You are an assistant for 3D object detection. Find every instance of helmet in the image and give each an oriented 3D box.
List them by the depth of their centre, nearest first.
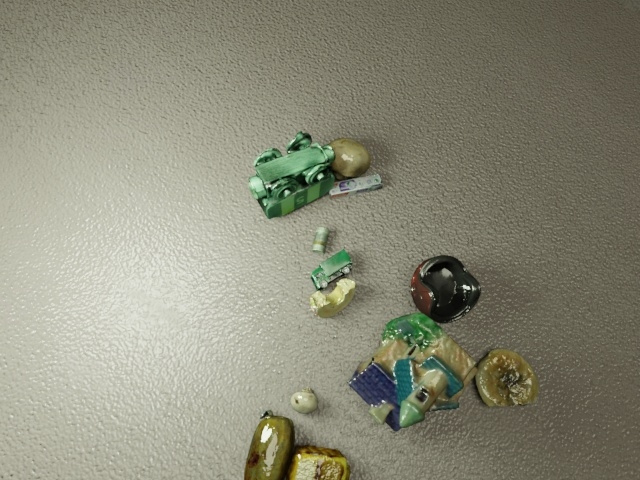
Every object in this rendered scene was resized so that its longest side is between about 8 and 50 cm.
[{"bbox_3d":[0.387,0.155,1.346,0.189,0.193,0.215,-8,87,-12],"label":"helmet"}]

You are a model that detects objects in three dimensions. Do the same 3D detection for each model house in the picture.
[{"bbox_3d":[0.242,0.393,1.207,0.245,0.312,0.280,45,73,3],"label":"model house"}]

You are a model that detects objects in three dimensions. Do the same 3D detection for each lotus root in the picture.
[{"bbox_3d":[-0.145,0.616,1.196,0.123,0.124,0.241,14,74,-1],"label":"lotus root"}]

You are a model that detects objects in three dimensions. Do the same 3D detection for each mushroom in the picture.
[{"bbox_3d":[-0.047,0.479,1.279,0.085,0.085,0.079,13,39,-3],"label":"mushroom"},{"bbox_3d":[0.090,-0.283,1.467,0.166,0.127,0.166,18,39,-15],"label":"mushroom"}]

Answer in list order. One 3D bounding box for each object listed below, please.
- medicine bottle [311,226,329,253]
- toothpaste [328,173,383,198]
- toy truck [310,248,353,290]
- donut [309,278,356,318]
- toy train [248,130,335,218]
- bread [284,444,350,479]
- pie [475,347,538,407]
[{"bbox_3d":[0.000,0.000,1.422,0.047,0.047,0.083,14,74,-2],"label":"medicine bottle"},{"bbox_3d":[0.122,-0.191,1.492,0.196,0.040,0.047,-13,72,-10],"label":"toothpaste"},{"bbox_3d":[0.036,0.103,1.388,0.147,0.065,0.079,-33,78,-14],"label":"toy truck"},{"bbox_3d":[0.037,0.188,1.349,0.166,0.108,0.065,-27,55,-21],"label":"donut"},{"bbox_3d":[-0.092,-0.208,1.368,0.299,0.238,0.166,-26,72,-14],"label":"toy train"},{"bbox_3d":[-0.015,0.709,1.199,0.182,0.096,0.222,14,75,-4],"label":"bread"},{"bbox_3d":[0.599,0.445,1.367,0.218,0.052,0.185,-5,70,-10],"label":"pie"}]
